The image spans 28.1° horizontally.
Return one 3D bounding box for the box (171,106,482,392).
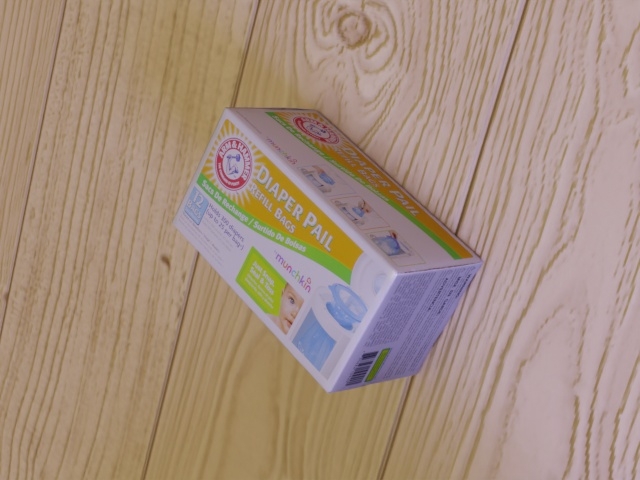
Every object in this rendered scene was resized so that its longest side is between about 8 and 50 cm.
[{"bbox_3d":[0.000,0.000,0.953,0.203,0.103,0.114,44,120,30],"label":"box"}]
